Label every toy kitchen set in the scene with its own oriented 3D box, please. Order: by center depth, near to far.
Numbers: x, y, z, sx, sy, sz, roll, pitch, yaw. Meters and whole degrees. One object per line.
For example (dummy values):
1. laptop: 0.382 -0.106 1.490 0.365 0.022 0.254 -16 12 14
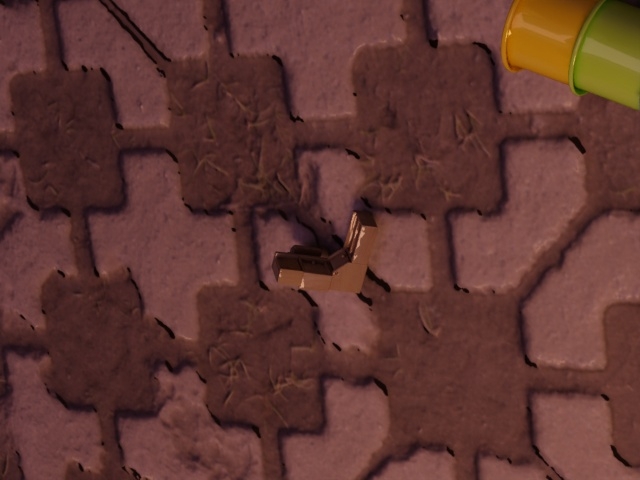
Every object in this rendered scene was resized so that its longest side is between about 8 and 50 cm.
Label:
1. toy kitchen set: 0.000 0.000 1.533 0.068 0.083 0.075 -113 34 -59

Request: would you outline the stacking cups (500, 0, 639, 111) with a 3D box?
1. stacking cups: 0.303 -0.131 1.259 0.316 0.096 0.096 23 116 26
